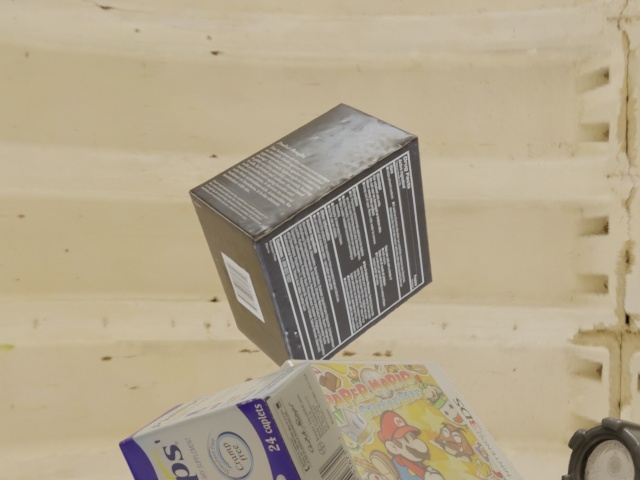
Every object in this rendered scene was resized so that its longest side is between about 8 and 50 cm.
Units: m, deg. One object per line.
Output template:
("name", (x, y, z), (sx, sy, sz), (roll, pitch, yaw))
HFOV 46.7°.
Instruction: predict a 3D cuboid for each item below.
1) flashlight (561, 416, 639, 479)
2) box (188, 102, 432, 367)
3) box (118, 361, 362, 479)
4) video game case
("flashlight", (0.376, 0.250, 0.716), (0.103, 0.304, 0.103), (-47, -146, 40))
("box", (0.000, 0.000, 1.129), (0.294, 0.296, 0.183), (-33, -136, -23))
("box", (-0.051, 0.170, 0.525), (0.137, 0.072, 0.126), (-24, -89, 28))
("video game case", (0.091, 0.195, 0.693), (0.026, 0.227, 0.206), (-55, -131, 25))
